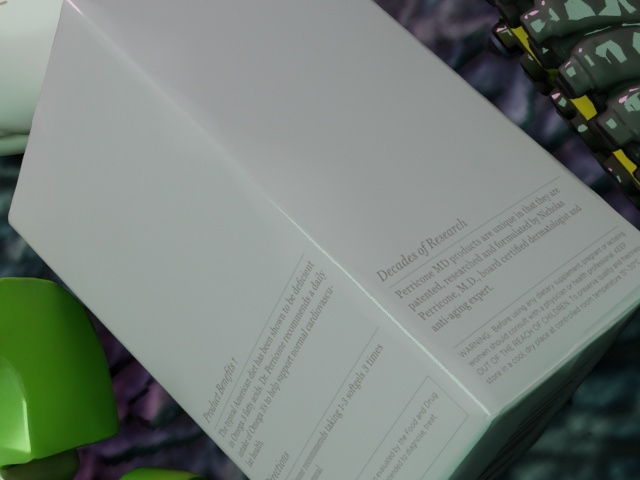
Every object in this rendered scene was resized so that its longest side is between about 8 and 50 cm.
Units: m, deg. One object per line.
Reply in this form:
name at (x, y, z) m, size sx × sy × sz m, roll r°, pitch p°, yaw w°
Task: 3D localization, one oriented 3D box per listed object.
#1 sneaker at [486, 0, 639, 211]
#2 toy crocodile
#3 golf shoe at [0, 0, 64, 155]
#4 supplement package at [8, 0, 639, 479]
sneaker at (0.180, -0.017, 0.371) m, size 0.146 × 0.134 × 0.343 m, roll -37°, pitch 77°, yaw 7°
toy crocodile at (-0.109, 0.180, 0.462) m, size 0.115 × 0.105 × 0.340 m, roll 5°, pitch 96°, yaw 19°
golf shoe at (-0.191, -0.098, 0.505) m, size 0.306 × 0.140 × 0.115 m, roll 3°, pitch 85°, yaw 18°
supplement package at (0.000, 0.000, 0.427) m, size 0.179 × 0.105 × 0.105 m, roll 44°, pitch 137°, yaw 17°
